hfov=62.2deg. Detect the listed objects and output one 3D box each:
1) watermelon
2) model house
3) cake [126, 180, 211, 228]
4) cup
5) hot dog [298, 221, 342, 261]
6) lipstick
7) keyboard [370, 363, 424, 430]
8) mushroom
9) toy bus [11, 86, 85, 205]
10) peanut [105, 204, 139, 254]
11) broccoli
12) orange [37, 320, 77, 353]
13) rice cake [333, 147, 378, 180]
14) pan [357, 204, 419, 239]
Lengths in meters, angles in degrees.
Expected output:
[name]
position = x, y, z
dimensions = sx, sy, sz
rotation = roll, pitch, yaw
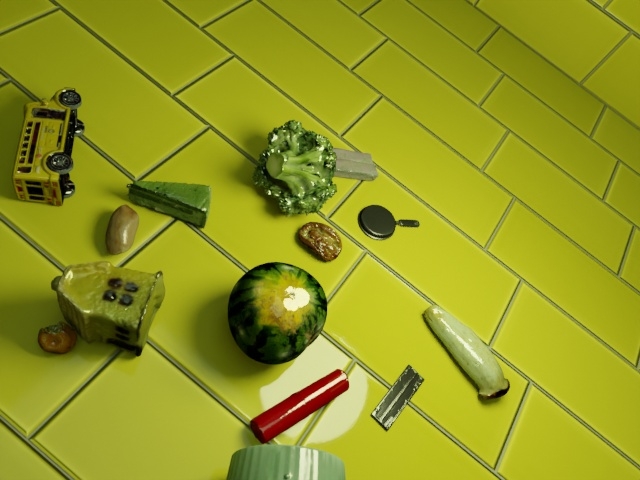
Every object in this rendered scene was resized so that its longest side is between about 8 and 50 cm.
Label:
[watermelon]
position = -0.115, 0.186, 1.379
dimensions = 0.268, 0.269, 0.269
rotation = 10, 58, -16
[model house]
position = -0.515, 0.147, 1.281
dimensions = 0.234, 0.193, 0.175
rotation = 21, 56, -6
[cake]
position = -0.430, -0.130, 1.533
dimensions = 0.235, 0.100, 0.099
rotation = 19, 54, -10
[cup]
position = -0.124, 0.644, 1.074
dimensions = 0.400, 0.310, 0.392
rotation = 15, 51, -15
[hot dog]
position = 0.000, 0.000, 1.648
dimensions = 0.147, 0.065, 0.099
rotation = 41, 64, 3
[lipstick]
position = -0.047, 0.423, 1.372
dimensions = 0.279, 0.073, 0.073
rotation = -23, 71, -31
[keyboard]
position = 0.222, 0.442, 1.502
dimensions = 0.067, 0.011, 0.202
rotation = 42, 55, 9
[mushroom]
position = 0.448, 0.330, 1.616
dimensions = 0.107, 0.087, 0.333
rotation = -25, 70, -30
[toy bus]
position = -0.747, -0.271, 1.464
dimensions = 0.151, 0.145, 0.331
rotation = 3, 60, -18
[peanut]
position = -0.541, -0.027, 1.444
dimensions = 0.076, 0.076, 0.152
rotation = 12, 62, -15
[broccoli]
position = -0.080, -0.216, 1.646
dimensions = 0.260, 0.235, 0.288
rotation = -27, 66, -38
[orange]
position = -0.624, 0.232, 1.263
dimensions = 0.086, 0.062, 0.086
rotation = -1, 101, -6
[rice cake]
position = 0.051, -0.269, 1.836
dimensions = 0.297, 0.050, 0.106
rotation = 3, 61, -19
[pan]
position = 0.239, -0.065, 1.801
dimensions = 0.235, 0.028, 0.136
rotation = 0, 61, -22
